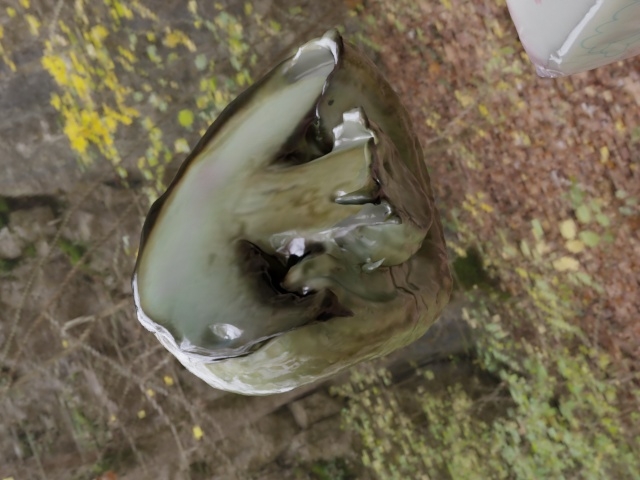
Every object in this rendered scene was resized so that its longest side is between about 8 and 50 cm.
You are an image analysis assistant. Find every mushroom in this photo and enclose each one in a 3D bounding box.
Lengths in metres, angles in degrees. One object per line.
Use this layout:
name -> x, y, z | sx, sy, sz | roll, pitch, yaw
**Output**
mushroom -> -0.006, 0.005, 0.619 | 0.164, 0.189, 0.267 | 47, -156, -38

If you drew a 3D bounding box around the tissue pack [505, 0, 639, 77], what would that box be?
tissue pack -> 0.154, -0.220, 0.426 | 0.271, 0.124, 0.202 | 98, 158, -81
